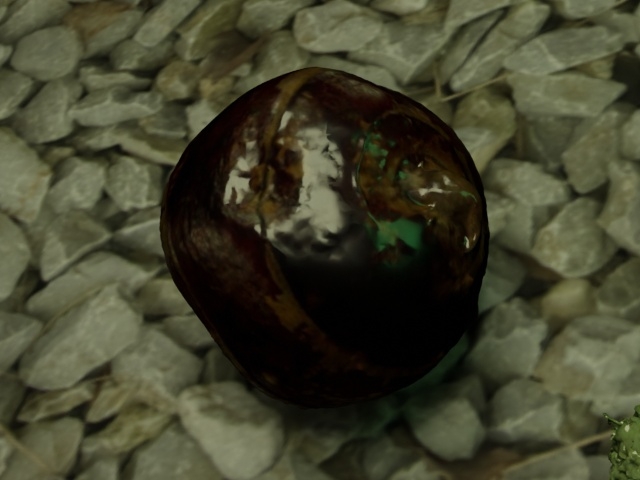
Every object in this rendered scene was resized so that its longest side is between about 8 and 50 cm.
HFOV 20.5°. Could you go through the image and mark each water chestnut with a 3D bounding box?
[{"bbox_3d":[0.000,0.000,1.175,0.224,0.238,0.223,10,65,-23],"label":"water chestnut"}]

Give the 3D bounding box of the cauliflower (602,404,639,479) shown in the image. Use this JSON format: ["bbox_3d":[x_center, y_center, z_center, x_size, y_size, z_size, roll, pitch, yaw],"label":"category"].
[{"bbox_3d":[0.299,0.106,0.942,0.275,0.250,0.272,-31,50,-16],"label":"cauliflower"}]
